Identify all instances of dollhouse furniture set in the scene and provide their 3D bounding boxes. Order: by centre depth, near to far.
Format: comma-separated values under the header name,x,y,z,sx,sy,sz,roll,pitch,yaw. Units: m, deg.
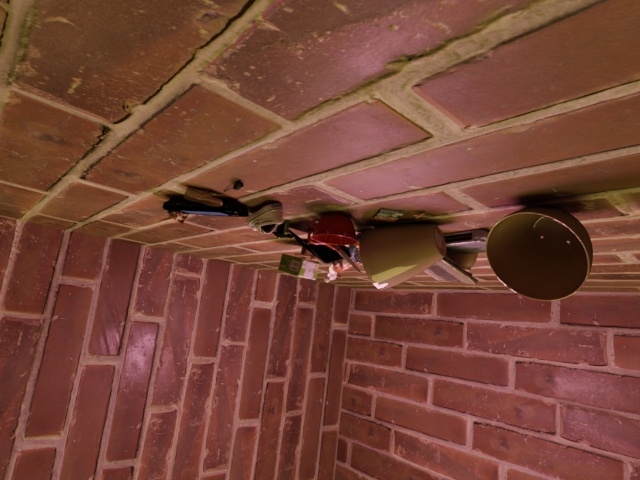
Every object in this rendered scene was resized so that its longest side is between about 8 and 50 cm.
name,x,y,z,sx,sy,sz,roll,pitch,yaw
dollhouse furniture set,-0.211,-0.066,1.743,0.151,0.059,0.076,9,168,-13

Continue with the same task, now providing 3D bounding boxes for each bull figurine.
name,x,y,z,sx,sy,sz,roll,pitch,yaw
bull figurine,0.126,0.099,2.043,0.310,0.101,0.188,-32,157,13

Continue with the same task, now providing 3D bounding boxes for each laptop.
name,x,y,z,sx,sy,sz,roll,pitch,yaw
laptop,0.000,0.000,1.838,0.264,0.137,0.234,-13,-155,-24

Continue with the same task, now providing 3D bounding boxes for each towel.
name,x,y,z,sx,sy,sz,roll,pitch,yaw
towel,0.503,0.090,1.832,0.324,0.056,0.312,35,168,-15

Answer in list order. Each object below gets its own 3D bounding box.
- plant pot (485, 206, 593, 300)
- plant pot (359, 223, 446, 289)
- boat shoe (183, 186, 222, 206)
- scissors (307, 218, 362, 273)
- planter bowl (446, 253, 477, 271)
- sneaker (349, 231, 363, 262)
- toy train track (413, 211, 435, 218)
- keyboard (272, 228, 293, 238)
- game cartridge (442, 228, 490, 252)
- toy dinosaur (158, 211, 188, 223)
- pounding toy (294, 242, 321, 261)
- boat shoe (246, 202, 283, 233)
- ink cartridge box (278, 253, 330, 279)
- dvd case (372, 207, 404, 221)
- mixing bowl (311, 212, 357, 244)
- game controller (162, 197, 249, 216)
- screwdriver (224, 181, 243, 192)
name,x,y,z,sx,sy,sz,roll,pitch,yaw
plant pot,0.682,0.012,1.236,0.190,0.284,0.284,-30,-168,-35
plant pot,0.333,0.036,1.583,0.273,0.257,0.256,-20,155,33
boat shoe,-0.412,-0.157,1.448,0.135,0.045,0.050,15,158,-21
scissors,0.072,0.022,1.692,0.297,0.109,0.021,32,151,-14
planter bowl,0.650,0.089,1.903,0.161,0.109,0.162,6,169,1
sneaker,0.177,0.023,1.773,0.112,0.131,0.296,-43,154,11
toy train track,0.364,-0.090,1.433,0.083,0.014,0.048,4,163,-19
keyboard,-0.195,-0.033,1.855,0.108,0.023,0.180,10,-174,-19
game cartridge,0.608,0.011,1.691,0.195,0.060,0.294,18,164,-33
toy dinosaur,-0.644,-0.115,1.790,0.112,0.064,0.211,28,154,-12
pounding toy,-0.042,0.053,2.113,0.180,0.094,0.206,15,175,-15
boat shoe,-0.213,-0.068,1.593,0.096,0.088,0.267,-5,170,-35
ink cartridge box,-0.069,0.153,2.211,0.255,0.097,0.188,18,175,-40
dvd case,0.245,-0.091,1.489,0.087,0.013,0.119,7,170,-5
mixing bowl,0.058,-0.048,1.587,0.181,0.098,0.181,5,168,1
game controller,-0.445,-0.120,1.597,0.318,0.067,0.166,4,168,14
screwdriver,-0.294,-0.175,1.374,0.025,0.024,0.170,-20,-172,-26
